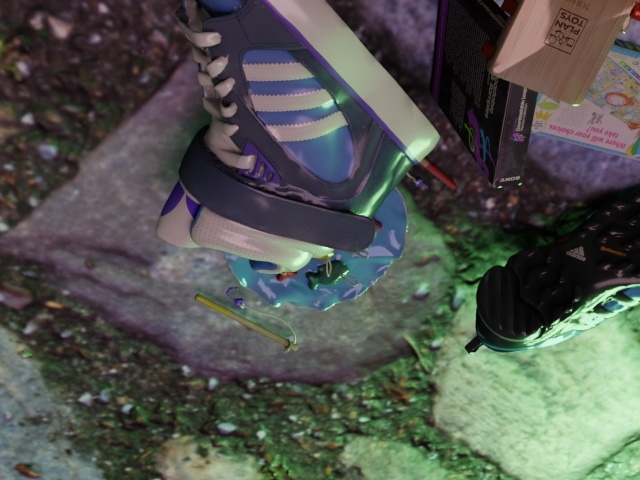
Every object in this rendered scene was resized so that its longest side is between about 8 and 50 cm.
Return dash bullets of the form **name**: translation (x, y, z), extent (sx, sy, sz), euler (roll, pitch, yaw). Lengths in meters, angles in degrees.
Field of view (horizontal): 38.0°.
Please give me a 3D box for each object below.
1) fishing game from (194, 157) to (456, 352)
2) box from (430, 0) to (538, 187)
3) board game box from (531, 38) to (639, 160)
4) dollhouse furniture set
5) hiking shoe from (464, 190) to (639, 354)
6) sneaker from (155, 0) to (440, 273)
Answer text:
- **fishing game**: translation (0.000, 0.000, 0.909), extent (0.264, 0.041, 0.189), euler (-43, 124, 16)
- **box**: translation (0.131, -0.134, 0.758), extent (0.029, 0.162, 0.116), euler (-7, 129, -10)
- **board game box**: translation (0.269, -0.137, 0.879), extent (0.154, 0.026, 0.103), euler (11, 124, -22)
- **dollhouse furniture set**: translation (0.120, -0.206, 0.639), extent (0.262, 0.259, 0.135), euler (15, 112, -22)
- **hiking shoe**: translation (0.295, 0.032, 0.990), extent (0.304, 0.113, 0.132), euler (-17, 160, -9)
- **sneaker**: translation (-0.073, -0.096, 0.742), extent (0.236, 0.130, 0.323), euler (-42, 127, 9)
